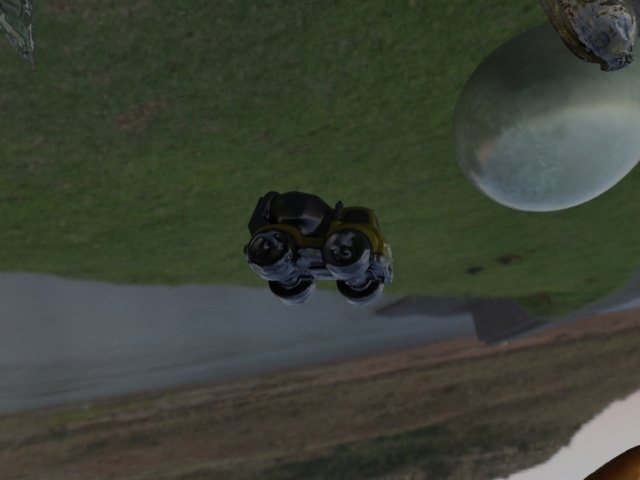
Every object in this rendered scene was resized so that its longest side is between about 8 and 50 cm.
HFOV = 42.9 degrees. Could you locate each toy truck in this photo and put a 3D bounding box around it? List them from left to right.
[{"bbox_3d":[0.000,0.000,1.228,0.225,0.165,0.147,0,153,17],"label":"toy truck"}]

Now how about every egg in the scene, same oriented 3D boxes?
[{"bbox_3d":[0.336,-0.178,1.153,0.352,0.258,0.258,-35,-178,-29],"label":"egg"}]

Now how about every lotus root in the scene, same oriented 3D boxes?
[{"bbox_3d":[0.301,-0.273,0.924,0.081,0.179,0.089,-30,179,-7],"label":"lotus root"}]

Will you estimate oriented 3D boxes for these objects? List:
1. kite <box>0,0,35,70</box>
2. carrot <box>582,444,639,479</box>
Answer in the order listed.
[{"bbox_3d":[-0.280,-0.239,0.600,0.268,0.013,0.323,28,157,38],"label":"kite"},{"bbox_3d":[0.157,0.228,0.586,0.271,0.066,0.062,-38,-148,-5],"label":"carrot"}]
